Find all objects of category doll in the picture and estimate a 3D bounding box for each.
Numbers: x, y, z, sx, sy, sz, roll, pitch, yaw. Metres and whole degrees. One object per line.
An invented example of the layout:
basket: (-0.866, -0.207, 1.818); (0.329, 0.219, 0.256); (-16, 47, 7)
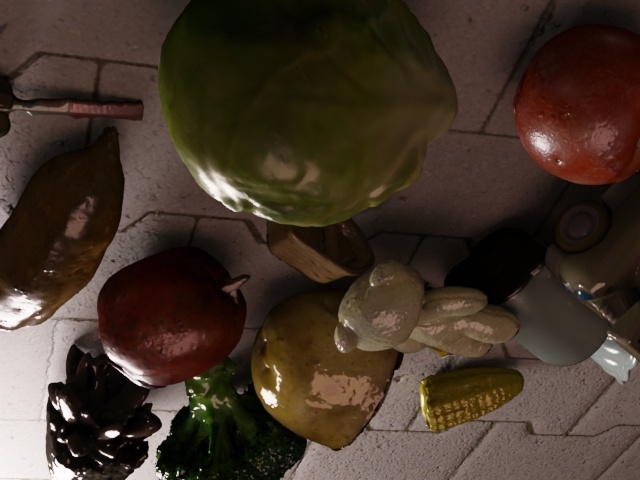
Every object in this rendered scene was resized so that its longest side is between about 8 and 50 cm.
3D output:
doll: (0.159, 0.108, 1.715); (0.278, 0.149, 0.175); (18, 114, -24)

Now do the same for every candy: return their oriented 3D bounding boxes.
candy: (0.284, 0.284, 2.119); (0.199, 0.094, 0.106); (-15, 107, -4)

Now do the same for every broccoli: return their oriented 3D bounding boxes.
broccoli: (-0.161, 0.317, 1.973); (0.298, 0.297, 0.297); (-11, 109, 3)

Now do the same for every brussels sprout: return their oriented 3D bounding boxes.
brussels sprout: (-0.022, -0.174, 1.308); (0.344, 0.344, 0.268); (13, 175, -26)

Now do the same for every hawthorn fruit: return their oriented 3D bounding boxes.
hawthorn fruit: (-0.212, 0.111, 1.709); (0.250, 0.215, 0.215); (-22, 141, 18)

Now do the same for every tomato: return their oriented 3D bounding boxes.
tomato: (0.350, -0.177, 1.460); (0.208, 0.184, 0.208); (-36, 150, -25)

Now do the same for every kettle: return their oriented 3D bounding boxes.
kettle: (0.321, 0.091, 1.834); (0.221, 0.161, 0.236); (-13, 146, 40)

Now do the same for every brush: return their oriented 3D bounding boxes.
brush: (-0.371, -0.168, 1.431); (0.301, 0.071, 0.084); (2, 138, -22)

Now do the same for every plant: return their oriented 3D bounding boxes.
plant: (-0.384, 0.309, 1.961); (0.182, 0.194, 0.320); (-5, 149, -26)

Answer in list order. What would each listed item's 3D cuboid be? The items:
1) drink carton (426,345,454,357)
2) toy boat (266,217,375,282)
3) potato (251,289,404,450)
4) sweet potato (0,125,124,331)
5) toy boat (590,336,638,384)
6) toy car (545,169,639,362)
drink carton: (0.206, 0.154, 1.943); (0.075, 0.084, 0.200); (-21, 143, 32)
toy boat: (0.000, 0.000, 1.678); (0.061, 0.116, 0.188); (-30, 135, 32)
potato: (-0.003, 0.196, 1.857); (0.243, 0.242, 0.285); (13, 131, -26)
sweet potato: (-0.365, -0.009, 1.563); (0.158, 0.157, 0.369); (16, 137, -29)
toy boat: (0.514, 0.145, 1.938); (0.100, 0.199, 0.290); (21, 161, 14)
toy car: (0.523, 0.001, 1.642); (0.336, 0.226, 0.242); (-45, 133, 11)
